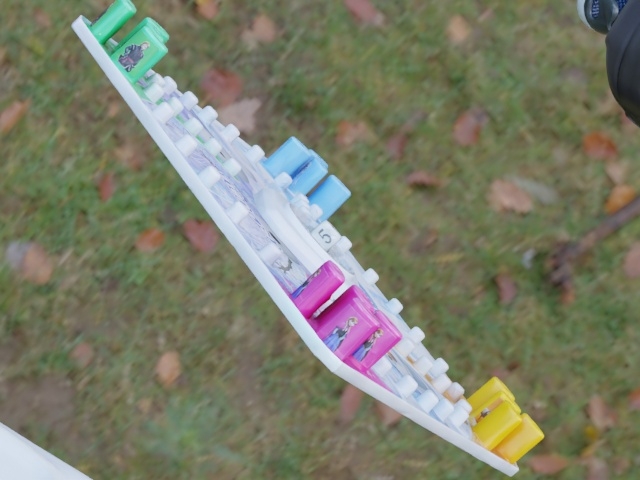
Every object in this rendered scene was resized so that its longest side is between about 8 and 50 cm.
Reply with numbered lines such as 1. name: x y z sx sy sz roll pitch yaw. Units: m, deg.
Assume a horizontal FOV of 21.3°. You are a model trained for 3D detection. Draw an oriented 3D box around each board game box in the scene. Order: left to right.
1. board game box: 0.000 0.000 1.406 0.390 0.050 0.390 52 8 31

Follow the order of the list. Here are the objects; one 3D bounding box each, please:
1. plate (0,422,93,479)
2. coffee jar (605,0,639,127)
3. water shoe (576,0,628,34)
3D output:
1. plate: -0.290 0.159 1.076 0.277 0.045 0.278 31 30 11
2. coffee jar: 0.196 -0.044 0.642 0.096 0.184 0.079 32 93 -47
3. water shoe: 0.316 -0.274 1.564 0.073 0.080 0.203 27 97 -25
